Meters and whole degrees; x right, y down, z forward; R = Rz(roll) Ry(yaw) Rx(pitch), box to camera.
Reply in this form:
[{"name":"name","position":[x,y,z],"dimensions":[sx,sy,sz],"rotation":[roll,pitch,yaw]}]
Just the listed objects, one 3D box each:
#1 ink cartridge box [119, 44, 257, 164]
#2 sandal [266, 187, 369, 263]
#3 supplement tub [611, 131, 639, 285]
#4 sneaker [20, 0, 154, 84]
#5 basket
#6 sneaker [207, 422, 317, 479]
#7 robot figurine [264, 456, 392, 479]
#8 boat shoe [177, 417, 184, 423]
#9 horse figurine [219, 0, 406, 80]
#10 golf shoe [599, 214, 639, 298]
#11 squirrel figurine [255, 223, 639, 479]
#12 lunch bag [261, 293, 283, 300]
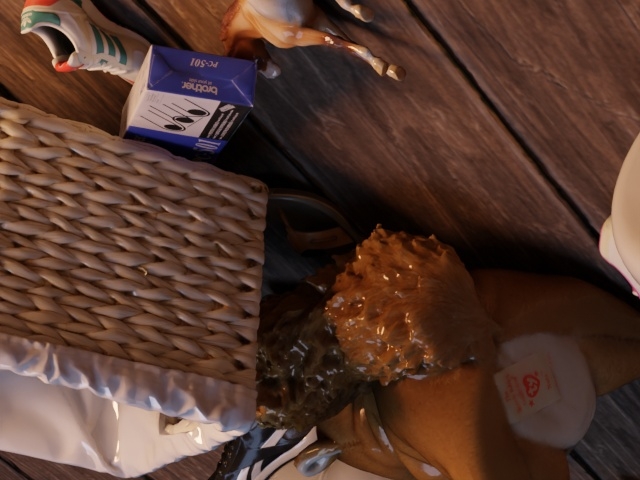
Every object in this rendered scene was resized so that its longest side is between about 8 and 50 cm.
[{"name":"ink cartridge box","position":[-0.128,-0.122,1.545],"dimensions":[0.097,0.046,0.207],"rotation":[8,167,-12]},{"name":"sandal","position":[0.000,0.000,1.741],"dimensions":[0.072,0.049,0.180],"rotation":[-16,136,44]},{"name":"supplement tub","position":[0.423,0.018,1.355],"dimensions":[0.331,0.241,0.241],"rotation":[37,145,-30]},{"name":"sneaker","position":[-0.215,-0.175,1.542],"dimensions":[0.057,0.075,0.161],"rotation":[-14,137,43]},{"name":"basket","position":[-0.252,0.061,1.638],"dimensions":[0.331,0.266,0.328],"rotation":[18,157,-22]},{"name":"sneaker","position":[-0.108,0.255,2.138],"dimensions":[0.217,0.079,0.121],"rotation":[-40,110,18]},{"name":"robot figurine","position":[0.046,0.350,2.112],"dimensions":[0.353,0.300,0.200],"rotation":[-23,92,53]},{"name":"boat shoe","position":[-0.219,0.237,2.259],"dimensions":[0.125,0.038,0.046],"rotation":[26,149,-14]},{"name":"horse figurine","position":[-0.021,-0.206,1.384],"dimensions":[0.174,0.066,0.263],"rotation":[25,161,18]},{"name":"golf shoe","position":[0.388,0.054,1.585],"dimensions":[0.306,0.115,0.140],"rotation":[44,152,-27]},{"name":"squirrel figurine","position":[0.088,0.144,1.766],"dimensions":[0.397,0.281,0.370],"rotation":[35,157,-22]},{"name":"lunch bag","position":[-0.030,0.089,1.903],"dimensions":[0.071,0.053,0.083],"rotation":[5,157,25]}]
